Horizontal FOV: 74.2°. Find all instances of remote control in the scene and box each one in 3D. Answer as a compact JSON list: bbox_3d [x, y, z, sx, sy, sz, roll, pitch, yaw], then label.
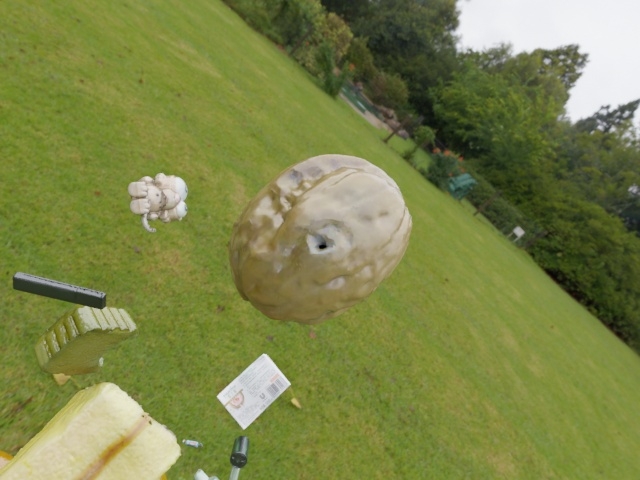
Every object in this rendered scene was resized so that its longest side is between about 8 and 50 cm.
[{"bbox_3d":[-0.728,0.143,1.187,0.245,0.063,0.025,15,31,-7],"label":"remote control"}]

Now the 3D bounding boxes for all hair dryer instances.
[{"bbox_3d":[-0.285,0.764,1.411,0.057,0.197,0.100,16,6,-5],"label":"hair dryer"}]

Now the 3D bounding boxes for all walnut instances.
[{"bbox_3d":[0.000,0.000,0.530,0.198,0.245,0.198,54,-6,8],"label":"walnut"}]

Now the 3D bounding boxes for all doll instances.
[{"bbox_3d":[-0.469,-0.114,1.227,0.278,0.119,0.154,-89,173,-78],"label":"doll"}]

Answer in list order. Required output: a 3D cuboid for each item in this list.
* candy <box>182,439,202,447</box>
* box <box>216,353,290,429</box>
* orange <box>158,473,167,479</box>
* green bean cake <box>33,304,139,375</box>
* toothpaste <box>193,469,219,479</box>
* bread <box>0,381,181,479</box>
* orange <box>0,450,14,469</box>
[{"bbox_3d":[-0.513,0.814,1.697,0.083,0.030,0.020,13,37,-2],"label":"candy"},{"bbox_3d":[-0.211,0.480,1.354,0.135,0.199,0.081,47,-19,11],"label":"box"},{"bbox_3d":[-0.578,0.771,1.271,0.236,0.236,0.236,39,22,-19],"label":"orange"},{"bbox_3d":[-0.745,0.314,1.358,0.124,0.236,0.233,51,5,25],"label":"green bean cake"},{"bbox_3d":[-0.153,0.496,0.749,0.218,0.064,0.041,53,-5,-1],"label":"toothpaste"},{"bbox_3d":[-0.351,0.351,0.584,0.167,0.163,0.264,49,45,-13],"label":"bread"},{"bbox_3d":[-0.780,0.566,0.977,0.156,0.156,0.124,40,8,-16],"label":"orange"}]
